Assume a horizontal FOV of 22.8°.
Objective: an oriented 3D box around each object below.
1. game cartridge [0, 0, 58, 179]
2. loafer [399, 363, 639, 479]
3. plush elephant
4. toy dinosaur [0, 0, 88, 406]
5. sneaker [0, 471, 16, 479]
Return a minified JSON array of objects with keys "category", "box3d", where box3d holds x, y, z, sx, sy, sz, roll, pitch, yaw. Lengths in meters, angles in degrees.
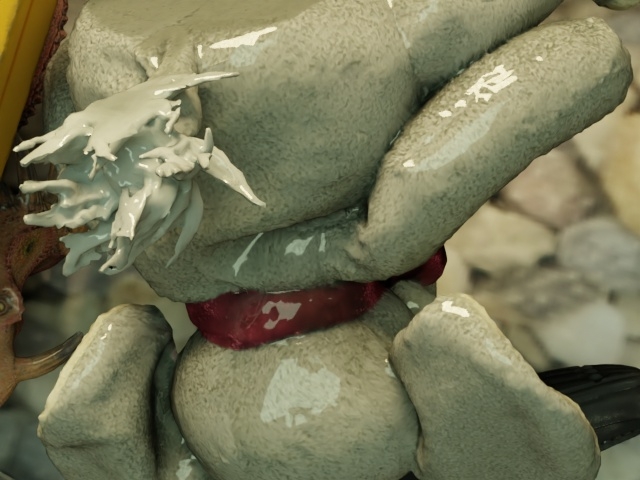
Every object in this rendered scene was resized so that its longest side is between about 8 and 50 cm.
[{"category":"game cartridge","box3d":[-0.274,-0.112,0.680,0.323,0.052,0.285,24,105,13]},{"category":"loafer","box3d":[0.062,0.123,0.771,0.223,0.076,0.078,-22,92,3]},{"category":"plush elephant","box3d":[0.000,0.000,0.698,0.272,0.330,0.255,5,124,24]},{"category":"toy dinosaur","box3d":[-0.174,-0.082,0.762,0.200,0.127,0.296,19,102,5]},{"category":"sneaker","box3d":[-0.237,0.123,0.761,0.297,0.129,0.111,36,85,6]}]
